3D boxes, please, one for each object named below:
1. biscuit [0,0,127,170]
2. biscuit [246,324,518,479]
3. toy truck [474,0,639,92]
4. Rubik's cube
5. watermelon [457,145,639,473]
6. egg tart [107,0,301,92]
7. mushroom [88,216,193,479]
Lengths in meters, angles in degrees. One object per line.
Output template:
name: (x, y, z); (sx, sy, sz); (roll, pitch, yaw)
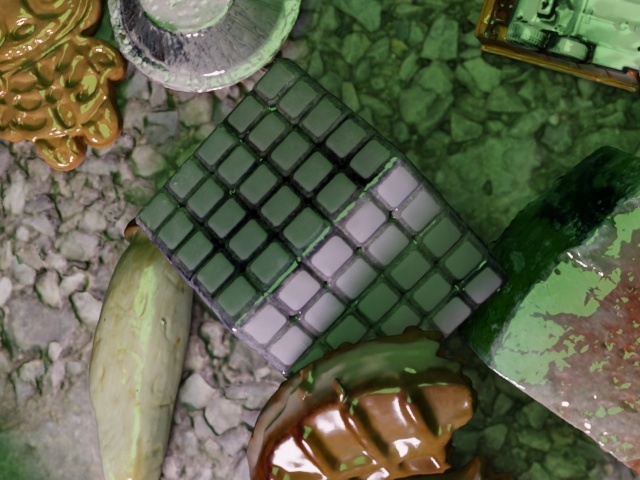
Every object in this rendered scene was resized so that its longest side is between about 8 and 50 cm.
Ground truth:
biscuit: (-0.331, -0.221, 1.846); (0.202, 0.044, 0.289); (-25, 76, 10)
biscuit: (0.065, 0.237, 1.546); (0.268, 0.366, 0.115); (-18, 41, 15)
toy truck: (0.296, -0.216, 1.648); (0.270, 0.135, 0.114); (18, 90, 20)
Rubik's cube: (0.000, 0.000, 1.597); (0.238, 0.237, 0.237); (-46, 42, 2)
watermelon: (0.294, 0.061, 1.594); (0.302, 0.151, 0.264); (42, 98, 16)
egg tart: (-0.135, -0.280, 1.778); (0.234, 0.094, 0.234); (-2, 84, 16)
mushroom: (-0.200, 0.135, 1.748); (0.107, 0.087, 0.333); (13, 88, 14)
